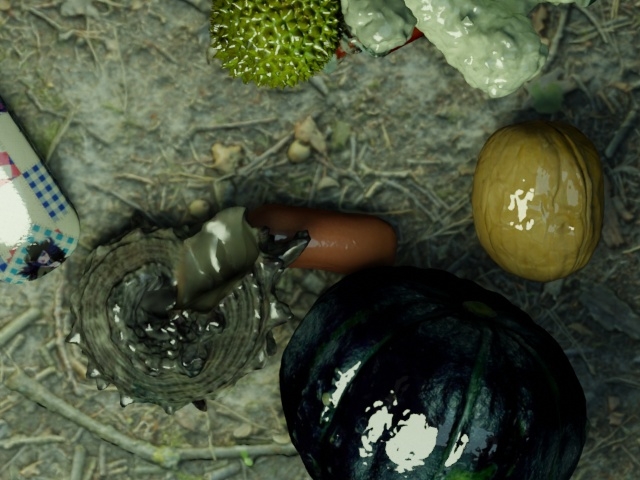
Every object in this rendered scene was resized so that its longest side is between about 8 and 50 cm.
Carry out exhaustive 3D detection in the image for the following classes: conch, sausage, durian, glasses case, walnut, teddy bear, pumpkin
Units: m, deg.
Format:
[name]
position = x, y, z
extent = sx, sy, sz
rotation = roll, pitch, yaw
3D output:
[conch]
position = -0.157, 0.069, 1.814
extent = 0.313, 0.186, 0.241
rotation = -26, 77, 27
[sausage]
position = 0.000, 0.000, 1.887
extent = 0.194, 0.077, 0.077
rotation = 6, 101, -15
[durian]
position = -0.049, -0.266, 1.762
extent = 0.159, 0.146, 0.198
rotation = -3, 106, 1
[glasses case]
position = -0.392, -0.099, 1.760
extent = 0.125, 0.076, 0.327
rotation = -33, 109, -7
[walnut]
position = 0.263, -0.048, 1.900
extent = 0.165, 0.165, 0.197
rotation = -8, 113, -12
[teddy bear]
position = 0.131, -0.351, 1.647
extent = 0.375, 0.362, 0.327
rotation = 33, 83, 0
[pumpkin]
position = 0.127, 0.188, 1.814
extent = 0.363, 0.363, 0.266
rotation = 18, 113, -18

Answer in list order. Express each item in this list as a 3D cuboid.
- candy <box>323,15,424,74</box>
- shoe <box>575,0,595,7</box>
[candy]
position = 0.114, -0.286, 1.857
extent = 0.292, 0.059, 0.086
rotation = -28, 111, -6
[shoe]
position = 0.275, -0.388, 1.858
extent = 0.265, 0.095, 0.110
rotation = 40, 91, -21
